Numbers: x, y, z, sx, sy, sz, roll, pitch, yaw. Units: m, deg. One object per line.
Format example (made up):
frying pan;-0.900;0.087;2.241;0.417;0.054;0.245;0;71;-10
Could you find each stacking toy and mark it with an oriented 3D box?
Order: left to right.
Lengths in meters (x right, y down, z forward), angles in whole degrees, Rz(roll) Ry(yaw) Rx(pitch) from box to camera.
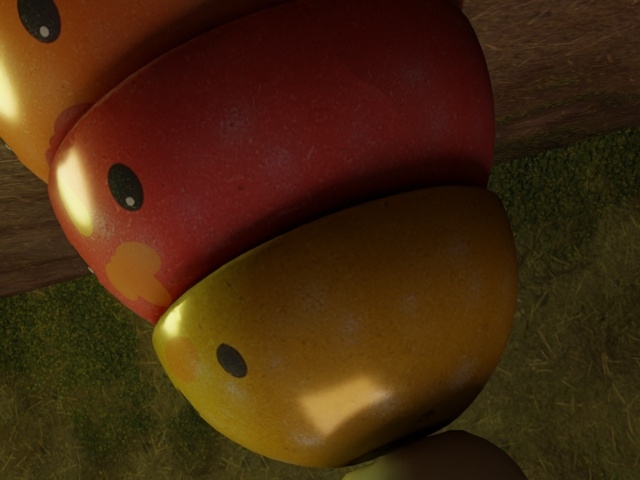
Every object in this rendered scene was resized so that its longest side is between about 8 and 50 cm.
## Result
stacking toy;0.000;0.000;0.584;0.350;0.480;0.350;-21;161;-8
